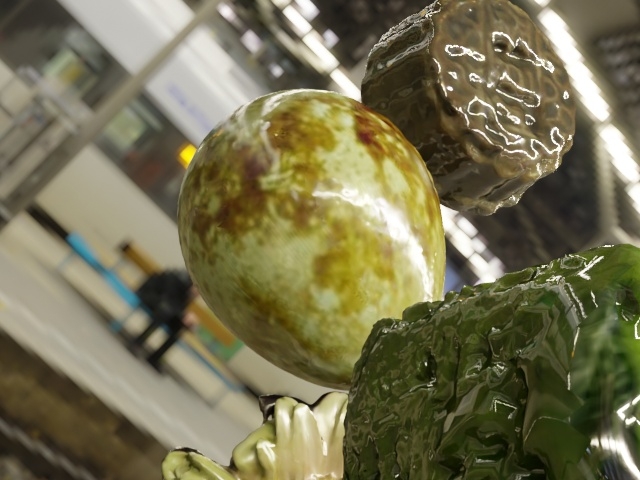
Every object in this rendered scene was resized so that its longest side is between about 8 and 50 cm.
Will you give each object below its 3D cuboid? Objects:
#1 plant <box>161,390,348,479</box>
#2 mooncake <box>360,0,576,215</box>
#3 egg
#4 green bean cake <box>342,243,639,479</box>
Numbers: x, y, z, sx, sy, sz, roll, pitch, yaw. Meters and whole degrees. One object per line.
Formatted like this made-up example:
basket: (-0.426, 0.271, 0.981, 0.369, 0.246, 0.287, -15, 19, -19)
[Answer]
plant: (0.014, 0.259, 1.550, 0.306, 0.261, 0.297, 15, -25, 9)
mooncake: (0.162, -0.147, 1.894, 0.228, 0.228, 0.124, 45, -43, -8)
egg: (0.000, 0.000, 1.653, 0.289, 0.238, 0.238, 56, 1, 17)
green bean cake: (0.141, 0.180, 1.179, 0.218, 0.319, 0.335, 14, -26, -31)
